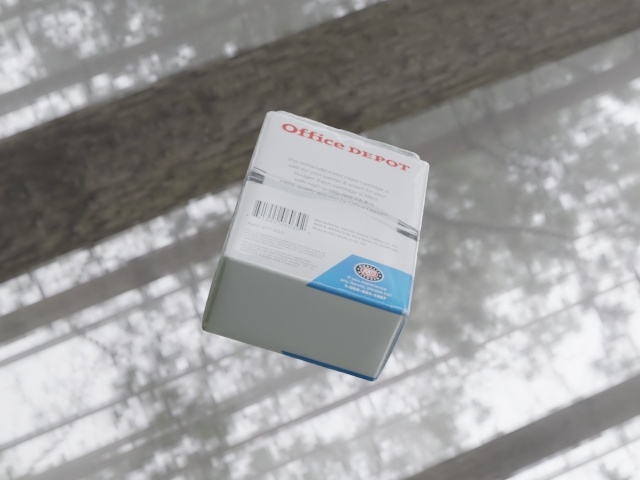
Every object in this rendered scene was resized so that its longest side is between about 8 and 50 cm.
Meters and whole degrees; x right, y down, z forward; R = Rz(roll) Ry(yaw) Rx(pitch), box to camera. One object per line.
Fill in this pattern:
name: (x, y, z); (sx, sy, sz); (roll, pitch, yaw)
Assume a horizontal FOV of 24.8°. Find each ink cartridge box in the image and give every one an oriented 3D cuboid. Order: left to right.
ink cartridge box: (0.000, 0.000, 1.111); (0.191, 0.139, 0.082); (-77, -174, -52)
